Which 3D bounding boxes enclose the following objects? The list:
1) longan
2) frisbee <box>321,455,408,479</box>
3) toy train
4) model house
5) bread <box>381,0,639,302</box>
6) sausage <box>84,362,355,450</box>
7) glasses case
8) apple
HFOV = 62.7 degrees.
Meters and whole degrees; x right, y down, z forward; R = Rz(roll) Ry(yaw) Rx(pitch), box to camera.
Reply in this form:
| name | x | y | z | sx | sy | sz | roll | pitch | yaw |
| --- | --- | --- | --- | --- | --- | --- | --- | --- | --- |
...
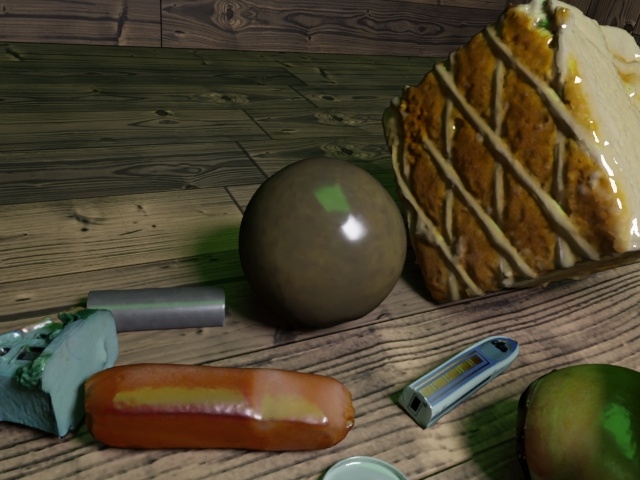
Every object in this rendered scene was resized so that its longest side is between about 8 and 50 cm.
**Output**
| name | x | y | z | sx | sy | sz | roll | pitch | yaw |
| --- | --- | --- | --- | --- | --- | --- | --- | --- | --- |
| longan | 0.000 | 0.000 | 0.770 | 0.258 | 0.258 | 0.258 | 7 | 31 | -4 |
| frisbee | 0.050 | 0.276 | 0.551 | 0.110 | 0.014 | 0.110 | 6 | 30 | -4 |
| toy train | 0.211 | 0.175 | 0.730 | 0.252 | 0.048 | 0.055 | -19 | 43 | -38 |
| model house | -0.330 | 0.138 | 0.595 | 0.149 | 0.119 | 0.148 | 3 | 31 | 5 |
| bread | 0.331 | -0.117 | 0.841 | 0.279 | 0.371 | 0.390 | -8 | 76 | -39 |
| sausage | -0.110 | 0.188 | 0.592 | 0.300 | 0.083 | 0.089 | 7 | 25 | -9 |
| glasses case | -0.233 | 0.094 | 0.755 | 0.191 | 0.042 | 0.072 | -1 | 25 | -16 |
| apple | 0.320 | 0.227 | 0.568 | 0.188 | 0.174 | 0.207 | -19 | 56 | -34 |
